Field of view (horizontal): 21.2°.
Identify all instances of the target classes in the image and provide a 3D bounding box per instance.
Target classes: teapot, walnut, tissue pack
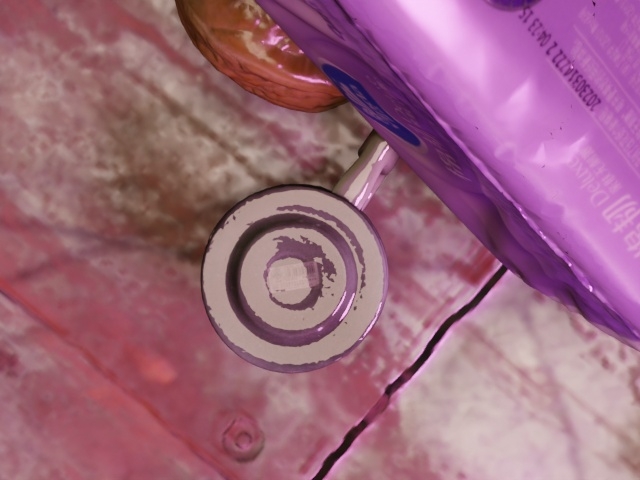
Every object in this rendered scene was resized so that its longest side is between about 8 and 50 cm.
[{"bbox_3d":[0.003,0.008,0.866,0.124,0.091,0.092,-29,92,5],"label":"teapot"},{"bbox_3d":[-0.015,-0.116,0.858,0.124,0.105,0.105,32,90,-2],"label":"walnut"},{"bbox_3d":[0.110,-0.138,0.755,0.242,0.160,0.338,-51,129,-7],"label":"tissue pack"}]
